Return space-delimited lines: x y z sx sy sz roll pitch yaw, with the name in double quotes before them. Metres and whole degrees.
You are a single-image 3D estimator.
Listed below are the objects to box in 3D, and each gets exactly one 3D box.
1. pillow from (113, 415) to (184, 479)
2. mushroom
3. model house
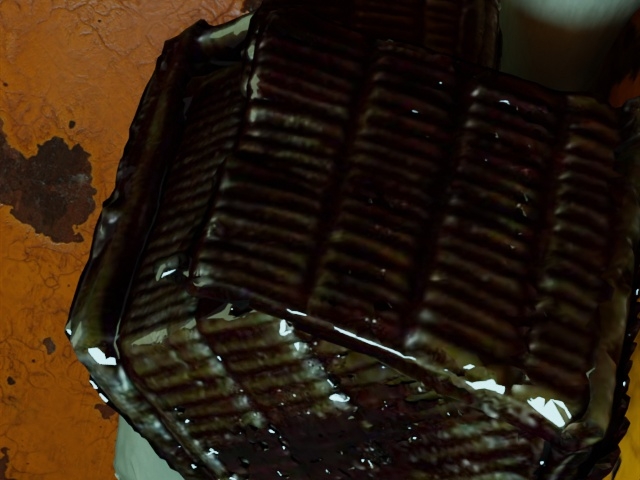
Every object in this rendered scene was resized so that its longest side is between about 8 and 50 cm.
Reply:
"pillow" -0.086 0.174 1.172 0.283 0.138 0.310 25 110 34
"mushroom" 0.143 -0.131 0.651 0.116 0.093 0.225 -39 -36 -54
"model house" 0.060 0.011 0.618 0.282 0.297 0.317 -24 38 42
